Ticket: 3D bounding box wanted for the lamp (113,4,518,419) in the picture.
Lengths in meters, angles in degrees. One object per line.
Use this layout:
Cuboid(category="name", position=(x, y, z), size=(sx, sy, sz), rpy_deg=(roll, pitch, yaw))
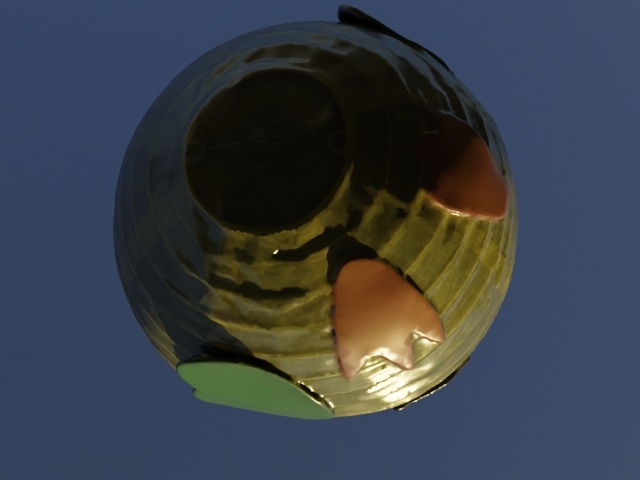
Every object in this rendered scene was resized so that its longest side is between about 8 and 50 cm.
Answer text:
Cuboid(category="lamp", position=(0.000, 0.000, 0.736), size=(0.250, 0.284, 0.250), rpy_deg=(-4, -111, 10))
